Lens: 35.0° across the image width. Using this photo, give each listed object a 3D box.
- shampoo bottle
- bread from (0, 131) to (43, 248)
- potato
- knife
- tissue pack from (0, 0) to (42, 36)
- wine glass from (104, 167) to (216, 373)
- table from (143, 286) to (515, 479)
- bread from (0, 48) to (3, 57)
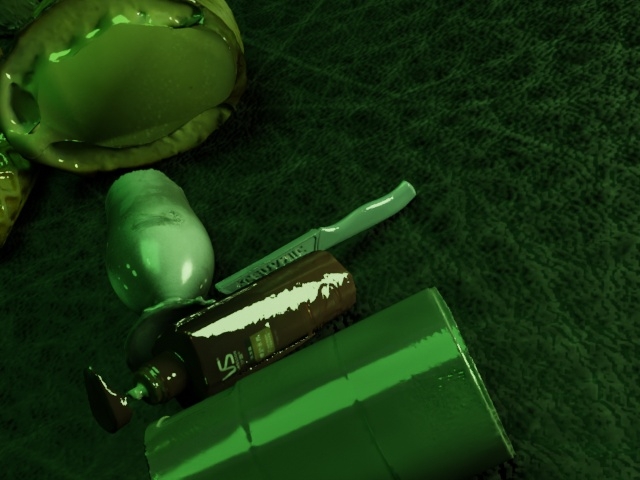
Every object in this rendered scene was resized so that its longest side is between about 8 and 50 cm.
[{"bbox_3d":[-0.071,0.075,0.774,0.236,0.068,0.067,-30,2,-40],"label":"shampoo bottle"},{"bbox_3d":[-0.363,-0.120,1.218,0.084,0.077,0.367,-12,44,19],"label":"bread"},{"bbox_3d":[-0.216,-0.213,1.129,0.285,0.242,0.242,-30,37,24],"label":"potato"},{"bbox_3d":[0.000,0.000,0.873,0.210,0.028,0.015,-29,53,-24],"label":"knife"},{"bbox_3d":[-0.380,-0.499,1.527,0.198,0.210,0.370,6,51,40],"label":"tissue pack"},{"bbox_3d":[-0.141,0.024,0.911,0.103,0.103,0.222,-28,41,2],"label":"wine glass"},{"bbox_3d":[0.007,0.133,0.687,0.220,0.126,0.126,-26,40,4],"label":"table"},{"bbox_3d":[-0.596,-0.236,1.349,0.340,0.179,0.194,-25,41,-18],"label":"bread"}]
